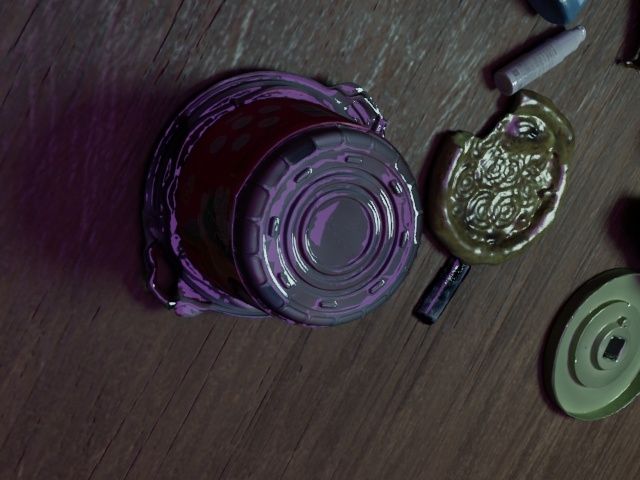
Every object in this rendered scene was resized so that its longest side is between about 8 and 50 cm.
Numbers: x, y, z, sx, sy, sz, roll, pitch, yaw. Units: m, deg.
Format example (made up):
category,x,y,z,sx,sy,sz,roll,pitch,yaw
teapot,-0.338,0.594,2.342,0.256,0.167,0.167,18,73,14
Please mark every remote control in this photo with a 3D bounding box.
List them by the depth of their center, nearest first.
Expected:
category,x,y,z,sx,sy,sz,roll,pitch,yaw
remote control,0.154,0.061,1.138,0.039,0.014,0.096,38,84,-36

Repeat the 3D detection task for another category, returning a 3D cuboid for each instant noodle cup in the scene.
category,x,y,z,sx,sy,sz,roll,pitch,yaw
instant noodle cup,-0.020,-0.027,0.869,0.258,0.181,0.302,40,84,-27

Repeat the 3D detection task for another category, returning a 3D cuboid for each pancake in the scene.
category,x,y,z,sx,sy,sz,roll,pitch,yaw
pancake,0.227,-0.072,1.127,0.235,0.029,0.212,-40,124,-14

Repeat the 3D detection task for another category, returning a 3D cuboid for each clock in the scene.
category,x,y,z,sx,sy,sz,roll,pitch,yaw
clock,0.418,0.153,1.335,0.235,0.029,0.235,-12,113,-29

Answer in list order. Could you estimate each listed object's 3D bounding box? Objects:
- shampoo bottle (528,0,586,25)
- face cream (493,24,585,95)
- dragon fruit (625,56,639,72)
category,x,y,z,sx,sy,sz,roll,pitch,yaw
shampoo bottle,0.328,-0.377,1.060,0.258,0.061,0.104,-51,126,-6
face cream,0.264,-0.217,1.094,0.130,0.034,0.034,-34,123,-17
dragon fruit,0.466,-0.316,1.147,0.125,0.125,0.246,27,113,-9
